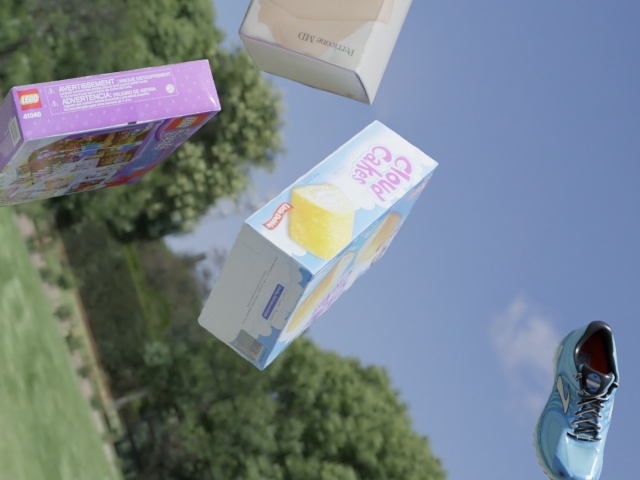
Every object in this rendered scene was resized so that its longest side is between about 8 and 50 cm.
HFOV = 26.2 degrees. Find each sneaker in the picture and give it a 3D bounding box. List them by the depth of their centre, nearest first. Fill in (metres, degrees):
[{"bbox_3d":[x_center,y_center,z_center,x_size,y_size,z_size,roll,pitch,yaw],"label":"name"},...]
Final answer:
[{"bbox_3d":[0.230,0.141,1.217,0.073,0.063,0.162,107,-6,-62],"label":"sneaker"}]

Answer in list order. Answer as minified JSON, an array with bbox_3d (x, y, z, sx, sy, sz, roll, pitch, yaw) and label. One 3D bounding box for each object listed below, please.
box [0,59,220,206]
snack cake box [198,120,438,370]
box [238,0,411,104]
[{"bbox_3d":[-0.249,-0.104,1.429,0.293,0.201,0.057,-27,-104,62],"label":"box"},{"bbox_3d":[0.000,0.000,1.422,0.089,0.264,0.152,36,-49,11],"label":"snack cake box"},{"bbox_3d":[0.039,-0.321,1.493,0.121,0.148,0.311,55,54,-76],"label":"box"}]
